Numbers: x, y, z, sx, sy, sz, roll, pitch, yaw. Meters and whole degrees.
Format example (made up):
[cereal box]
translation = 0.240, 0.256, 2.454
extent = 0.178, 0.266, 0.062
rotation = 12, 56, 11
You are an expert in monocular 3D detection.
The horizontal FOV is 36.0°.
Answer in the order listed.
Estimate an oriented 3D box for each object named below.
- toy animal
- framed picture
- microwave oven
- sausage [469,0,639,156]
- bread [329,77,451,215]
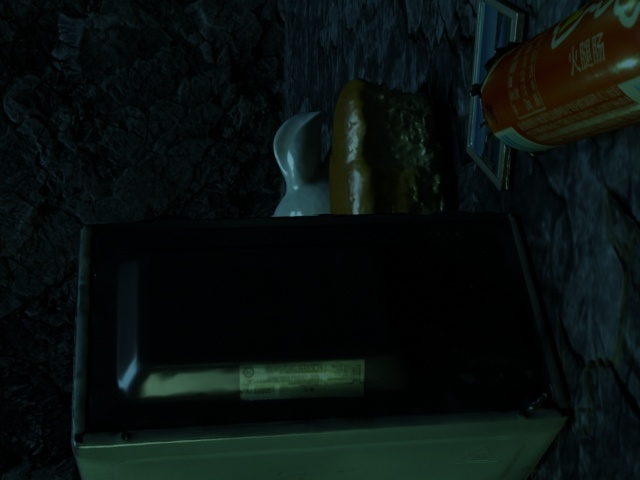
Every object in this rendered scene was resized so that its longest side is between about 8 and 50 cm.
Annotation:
[toy animal]
translation = 0.004, 0.005, 1.311
extent = 0.310, 0.182, 0.247
rotation = 98, 167, -54
[framed picture]
translation = 0.147, -0.129, 0.838
extent = 0.109, 0.011, 0.149
rotation = -109, 18, -66
[microwave oven]
translation = -0.015, 0.114, 0.831
extent = 0.286, 0.354, 0.219
rotation = 97, 169, -54
[sausage]
translation = 0.160, -0.095, 0.528
extent = 0.264, 0.083, 0.083
rotation = 173, 95, -81
[bread]
translation = 0.068, -0.049, 1.055
extent = 0.174, 0.121, 0.246
rotation = 148, 117, -80
